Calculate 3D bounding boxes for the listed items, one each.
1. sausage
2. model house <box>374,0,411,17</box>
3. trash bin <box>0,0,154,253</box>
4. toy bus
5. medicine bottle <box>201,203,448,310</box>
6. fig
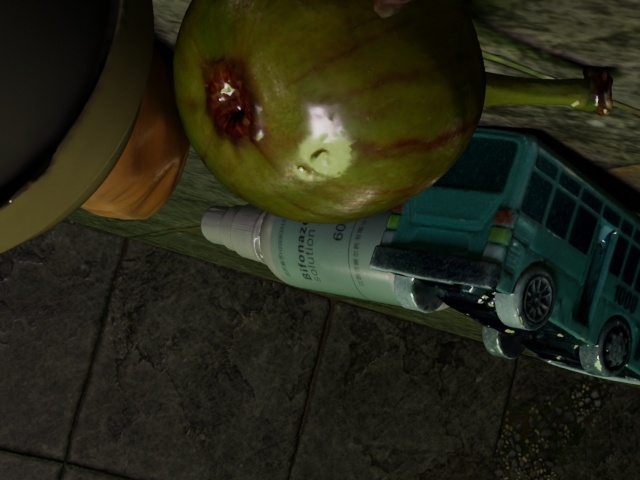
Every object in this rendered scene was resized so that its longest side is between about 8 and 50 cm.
[{"bbox_3d":[-0.164,-0.090,0.916,0.120,0.136,0.241,7,176,10],"label":"sausage"},{"bbox_3d":[-0.035,-0.117,0.332,0.203,0.141,0.164,20,152,-6],"label":"model house"},{"bbox_3d":[-0.200,-0.109,0.508,0.214,0.214,0.334,12,167,23],"label":"trash bin"},{"bbox_3d":[0.174,0.017,0.960,0.128,0.147,0.256,9,167,46],"label":"toy bus"},{"bbox_3d":[0.000,0.000,1.343,0.351,0.110,0.110,8,170,43],"label":"medicine bottle"},{"bbox_3d":[0.046,-0.093,0.622,0.151,0.151,0.259,9,-162,42],"label":"fig"}]
